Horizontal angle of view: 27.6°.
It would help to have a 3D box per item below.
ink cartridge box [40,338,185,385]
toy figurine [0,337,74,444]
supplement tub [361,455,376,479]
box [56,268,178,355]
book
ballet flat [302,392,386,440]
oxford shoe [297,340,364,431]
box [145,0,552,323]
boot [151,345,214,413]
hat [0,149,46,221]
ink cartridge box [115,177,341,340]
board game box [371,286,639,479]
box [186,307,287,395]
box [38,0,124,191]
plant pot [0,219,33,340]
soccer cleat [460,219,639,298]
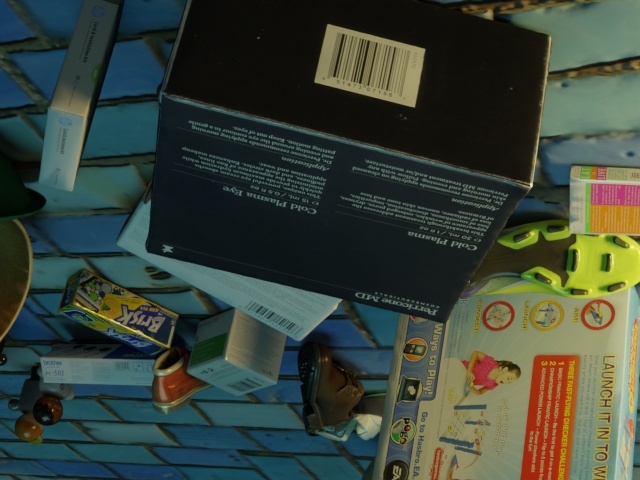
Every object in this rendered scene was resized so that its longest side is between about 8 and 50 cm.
[{"bbox_3d":[-0.321,0.188,2.025,0.207,0.046,0.097,-1,-166,22],"label":"ink cartridge box"},{"bbox_3d":[-0.517,0.241,2.142,0.209,0.148,0.213,24,149,-21],"label":"toy figurine"},{"bbox_3d":[0.197,0.411,2.088,0.235,0.235,0.325,19,151,-12],"label":"supplement tub"},{"bbox_3d":[-0.295,0.108,1.906,0.169,0.059,0.054,28,148,-28],"label":"box"},{"bbox_3d":[0.345,-0.043,1.418,0.144,0.035,0.096,4,148,13],"label":"book"},{"bbox_3d":[0.057,0.290,2.095,0.203,0.074,0.074,-9,146,33],"label":"ballet flat"},{"bbox_3d":[0.016,0.212,1.981,0.096,0.083,0.227,-11,150,-2],"label":"oxford shoe"},{"bbox_3d":[0.014,-0.091,1.300,0.343,0.179,0.312,14,151,-4],"label":"box"},{"bbox_3d":[-0.193,0.185,1.953,0.059,0.158,0.085,17,127,33],"label":"boot"},{"bbox_3d":[-0.423,-0.130,1.557,0.173,0.184,0.208,13,-163,21],"label":"hat"},{"bbox_3d":[-0.091,0.001,1.594,0.275,0.060,0.239,29,146,-11],"label":"ink cartridge box"},{"bbox_3d":[0.234,0.201,1.615,0.302,0.308,0.086,-2,150,25],"label":"board game box"},{"bbox_3d":[-0.122,0.165,1.915,0.102,0.087,0.101,30,146,-29],"label":"box"},{"bbox_3d":[-0.227,-0.162,1.253,0.038,0.186,0.145,16,151,-8],"label":"box"},{"bbox_3d":[-0.547,0.022,1.686,0.254,0.237,0.237,25,160,29],"label":"plant pot"},{"bbox_3d":[0.238,0.021,1.544,0.289,0.093,0.121,-3,-175,12],"label":"soccer cleat"}]
